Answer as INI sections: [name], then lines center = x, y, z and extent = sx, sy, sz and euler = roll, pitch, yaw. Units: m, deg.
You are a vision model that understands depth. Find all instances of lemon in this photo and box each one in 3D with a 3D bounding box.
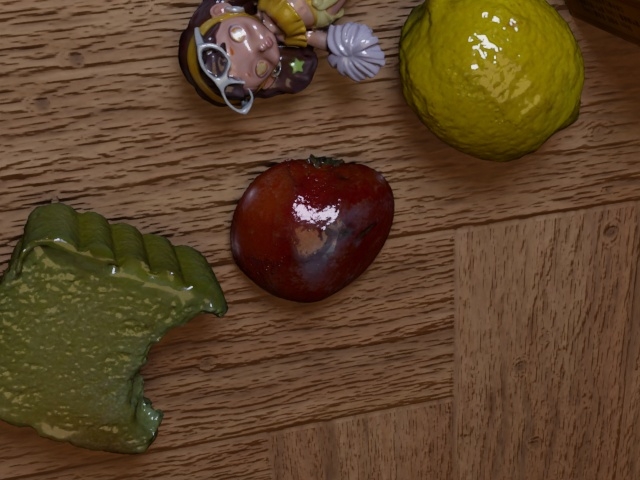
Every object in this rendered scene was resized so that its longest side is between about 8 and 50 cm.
[lemon]
center = 0.171, -0.172, 0.969
extent = 0.193, 0.180, 0.180
euler = 17, 114, -48

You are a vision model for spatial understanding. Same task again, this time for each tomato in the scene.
[tomato]
center = 0.000, 0.000, 1.059
extent = 0.189, 0.099, 0.173
euler = 4, 114, -18

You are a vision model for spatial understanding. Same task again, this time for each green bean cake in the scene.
[green bean cake]
center = -0.243, 0.094, 1.033
extent = 0.233, 0.124, 0.236
euler = 23, 109, -22

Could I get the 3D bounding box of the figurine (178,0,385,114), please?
[figurine]
center = -0.030, -0.222, 0.930
extent = 0.240, 0.116, 0.174
euler = -36, 122, -1

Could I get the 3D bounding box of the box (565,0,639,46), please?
[box]
center = 0.353, -0.264, 0.911
extent = 0.174, 0.274, 0.076
euler = -35, 115, 5
